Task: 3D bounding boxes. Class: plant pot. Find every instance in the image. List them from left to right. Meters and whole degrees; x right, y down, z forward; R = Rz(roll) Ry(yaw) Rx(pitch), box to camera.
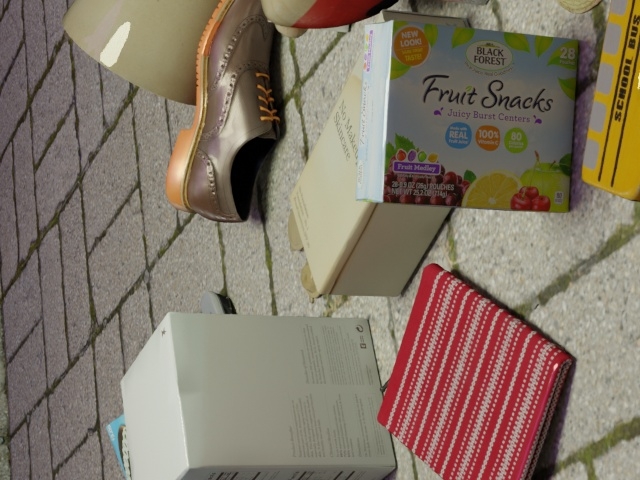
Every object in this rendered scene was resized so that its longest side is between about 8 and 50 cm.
[{"bbox_3d":[-0.202,-0.381,2.314,0.274,0.256,0.256,-59,34,18],"label":"plant pot"}]

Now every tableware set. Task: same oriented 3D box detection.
[{"bbox_3d":[0.000,0.000,2.060,0.169,0.020,0.141,-39,54,57],"label":"tableware set"}]

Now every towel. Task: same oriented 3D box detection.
[{"bbox_3d":[0.156,0.157,1.665,0.275,0.031,0.199,37,114,57],"label":"towel"}]

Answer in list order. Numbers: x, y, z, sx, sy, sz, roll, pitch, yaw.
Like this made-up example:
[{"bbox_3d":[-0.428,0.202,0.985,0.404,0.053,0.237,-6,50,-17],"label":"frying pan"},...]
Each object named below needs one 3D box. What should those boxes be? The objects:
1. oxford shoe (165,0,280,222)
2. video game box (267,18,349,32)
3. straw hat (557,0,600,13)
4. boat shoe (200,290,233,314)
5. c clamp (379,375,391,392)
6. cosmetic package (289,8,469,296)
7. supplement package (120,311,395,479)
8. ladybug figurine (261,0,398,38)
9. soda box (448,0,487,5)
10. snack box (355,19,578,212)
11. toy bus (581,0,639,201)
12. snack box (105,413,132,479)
[{"bbox_3d":[-0.101,-0.201,2.228,0.133,0.130,0.363,20,101,30],"label":"oxford shoe"},{"bbox_3d":[-0.008,-0.382,2.084,0.187,0.048,0.205,-156,71,-66],"label":"video game box"},{"bbox_3d":[0.232,-0.295,1.533,0.144,0.061,0.144,-177,90,-65],"label":"straw hat"},{"bbox_3d":[-0.139,0.130,2.325,0.049,0.040,0.142,-56,39,35],"label":"boat shoe"},{"bbox_3d":[0.126,0.176,1.768,0.137,0.022,0.160,-62,34,32],"label":"c clamp"},{"bbox_3d":[0.080,-0.091,1.786,0.309,0.113,0.160,116,147,-42],"label":"cosmetic package"},{"bbox_3d":[-0.081,0.220,1.921,0.198,0.263,0.199,129,138,-52],"label":"supplement package"},{"bbox_3d":[0.069,-0.411,1.720,0.305,0.162,0.449,-81,15,-60],"label":"ladybug figurine"},{"bbox_3d":[0.177,-0.328,1.654,0.183,0.063,0.058,123,142,-49],"label":"soda box"},{"bbox_3d":[0.142,-0.118,1.536,0.070,0.207,0.174,-173,87,-65],"label":"snack box"},{"bbox_3d":[0.310,-0.196,1.298,0.130,0.108,0.332,-145,61,-65],"label":"toy bus"},{"bbox_3d":[-0.174,0.366,2.162,0.187,0.060,0.322,-36,73,48],"label":"snack box"}]
